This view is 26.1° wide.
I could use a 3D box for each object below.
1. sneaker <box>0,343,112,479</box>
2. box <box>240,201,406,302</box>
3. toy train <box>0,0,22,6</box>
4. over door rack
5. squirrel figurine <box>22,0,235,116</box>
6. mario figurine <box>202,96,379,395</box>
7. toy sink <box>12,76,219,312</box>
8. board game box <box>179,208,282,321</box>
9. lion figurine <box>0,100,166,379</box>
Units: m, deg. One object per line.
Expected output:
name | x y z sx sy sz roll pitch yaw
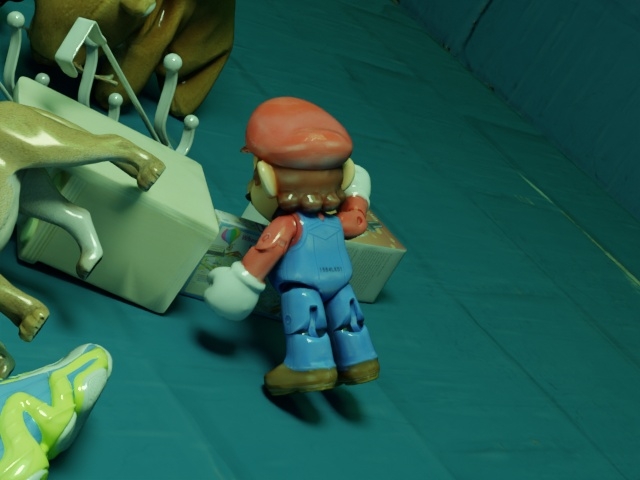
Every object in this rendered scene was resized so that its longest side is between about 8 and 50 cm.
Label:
sneaker | -0.256 0.131 1.126 0.126 0.091 0.240 30 22 -4
box | 0.000 0.000 1.766 0.170 0.091 0.130 8 31 -46
toy train | -0.520 -0.400 1.795 0.334 0.142 0.190 3 64 -55
over door rack | -0.293 -0.207 1.563 0.240 0.108 0.324 17 -11 20
squirrel figurine | -0.237 -0.368 1.822 0.281 0.397 0.370 43 10 8
mario figurine | -0.029 0.004 1.504 0.170 0.320 0.198 -8 -4 13
toy sink | -0.247 -0.045 1.471 0.234 0.131 0.153 26 21 -27
board game box | -0.077 0.031 1.573 0.154 0.103 0.026 18 25 -33
lion figurine | -0.317 -0.026 1.235 0.240 0.142 0.392 36 38 -4
